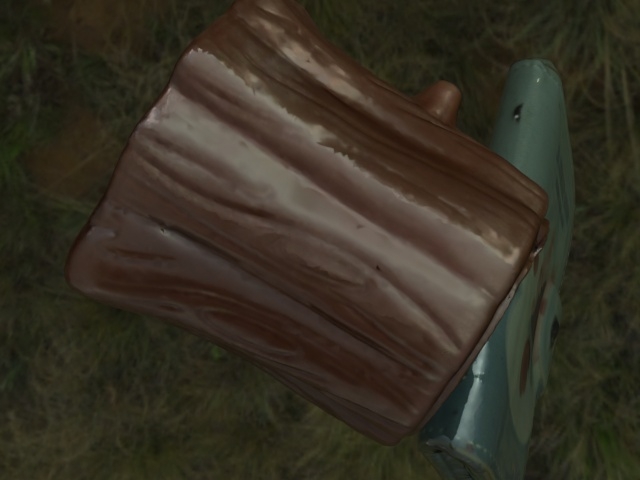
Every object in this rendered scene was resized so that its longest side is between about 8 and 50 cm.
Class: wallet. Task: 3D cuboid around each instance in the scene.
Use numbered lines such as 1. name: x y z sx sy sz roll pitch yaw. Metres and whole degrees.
1. wallet: 0.164 0.050 0.837 0.083 0.360 0.252 8 153 22

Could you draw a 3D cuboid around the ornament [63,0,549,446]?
1. ornament: 0.000 0.000 0.583 0.217 0.235 0.221 32 150 4
